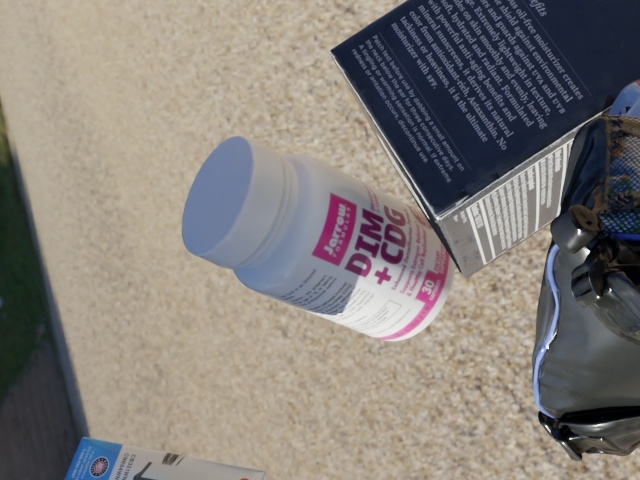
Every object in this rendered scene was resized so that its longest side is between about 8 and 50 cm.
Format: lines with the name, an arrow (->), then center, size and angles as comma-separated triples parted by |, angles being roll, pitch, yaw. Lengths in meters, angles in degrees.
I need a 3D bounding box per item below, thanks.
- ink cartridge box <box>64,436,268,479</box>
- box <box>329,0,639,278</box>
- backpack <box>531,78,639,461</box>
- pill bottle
ink cartridge box -> -0.162, 0.296, 0.930 | 0.086, 0.203, 0.148 | 88, -168, -48
box -> 0.199, -0.135, 0.843 | 0.183, 0.294, 0.296 | 60, -175, 16
backpack -> 0.280, 0.029, 0.592 | 0.276, 0.263, 0.213 | 75, -149, -57
pill bottle -> 0.000, 0.000, 1.027 | 0.160, 0.283, 0.160 | -32, 46, 41
